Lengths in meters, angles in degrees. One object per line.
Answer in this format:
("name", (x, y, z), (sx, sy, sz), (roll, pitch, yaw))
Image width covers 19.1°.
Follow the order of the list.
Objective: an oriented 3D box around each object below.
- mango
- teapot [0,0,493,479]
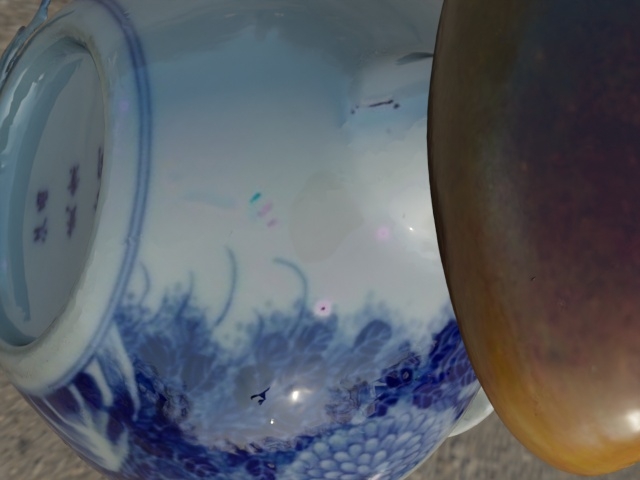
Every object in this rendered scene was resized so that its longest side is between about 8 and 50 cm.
("mango", (0.100, -0.061, 0.489), (0.133, 0.111, 0.267), (31, 54, -8))
("teapot", (0.000, 0.000, 0.832), (0.280, 0.424, 0.252), (10, 70, -31))
